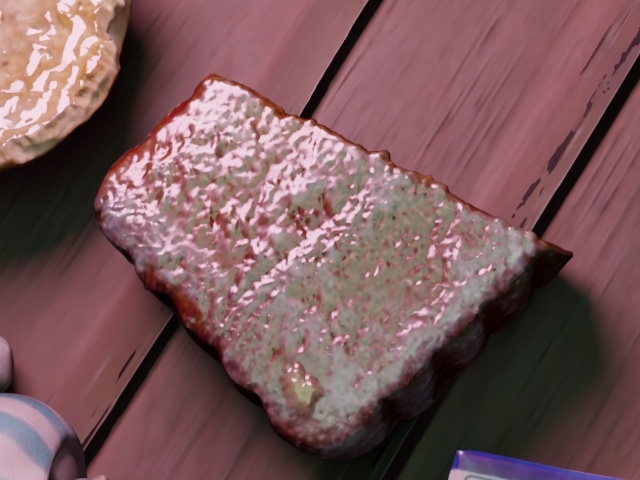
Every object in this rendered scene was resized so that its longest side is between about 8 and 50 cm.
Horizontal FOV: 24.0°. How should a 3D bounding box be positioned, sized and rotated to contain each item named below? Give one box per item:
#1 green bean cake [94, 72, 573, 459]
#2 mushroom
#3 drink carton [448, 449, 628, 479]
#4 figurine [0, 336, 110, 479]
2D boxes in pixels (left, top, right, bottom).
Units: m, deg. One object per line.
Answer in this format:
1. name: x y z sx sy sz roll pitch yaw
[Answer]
1. green bean cake: 0.000 0.000 0.891 0.232 0.097 0.198 42 85 17
2. mushroom: -0.271 -0.164 0.890 0.208 0.302 0.233 -32 54 32
3. drink carton: 0.089 0.276 0.782 0.106 0.130 0.315 11 77 12
4. figurine: -0.294 0.065 0.832 0.361 0.266 0.378 -11 73 -2
